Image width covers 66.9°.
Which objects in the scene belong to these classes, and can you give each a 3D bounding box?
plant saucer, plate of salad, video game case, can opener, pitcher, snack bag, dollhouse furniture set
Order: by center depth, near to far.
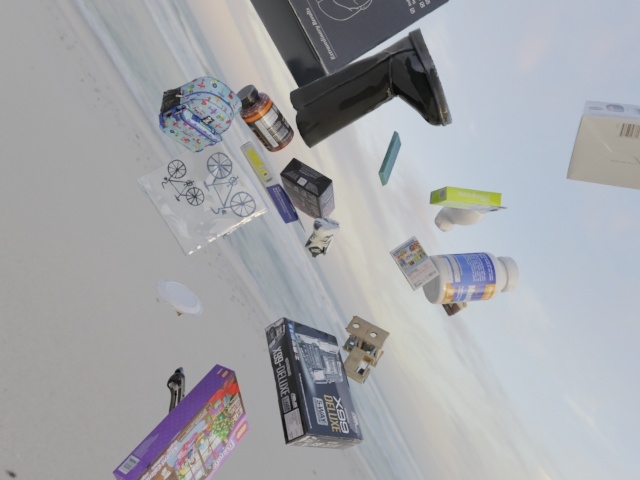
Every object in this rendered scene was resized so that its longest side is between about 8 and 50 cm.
[{"bbox_3d":[0.249,0.060,1.284,0.122,0.087,0.011,58,-16,2],"label":"video game case"},{"bbox_3d":[0.112,0.361,1.524,0.128,0.184,0.129,26,-39,18],"label":"dollhouse furniture set"},{"bbox_3d":[-0.453,0.499,1.538,0.073,0.059,0.186,-17,114,-67],"label":"can opener"},{"bbox_3d":[0.232,-0.272,1.597,0.192,0.018,0.067,-68,150,-27],"label":"plant saucer"},{"bbox_3d":[-0.397,-0.153,1.656,0.323,0.342,0.037,58,-9,-8],"label":"snack bag"},{"bbox_3d":[0.539,-0.130,1.811,0.125,0.178,0.207,34,-22,-11],"label":"pitcher"},{"bbox_3d":[-0.536,0.221,1.832,0.199,0.048,0.200,38,13,-10],"label":"plate of salad"}]

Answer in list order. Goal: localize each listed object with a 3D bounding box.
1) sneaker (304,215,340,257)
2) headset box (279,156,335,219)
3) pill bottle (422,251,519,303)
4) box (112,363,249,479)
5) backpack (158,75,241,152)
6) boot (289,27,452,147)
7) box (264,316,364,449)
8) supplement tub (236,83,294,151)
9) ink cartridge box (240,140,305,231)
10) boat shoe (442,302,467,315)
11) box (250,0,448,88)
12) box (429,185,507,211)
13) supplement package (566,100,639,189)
[{"bbox_3d":[0.000,0.000,1.749,0.094,0.153,0.235,22,11,-1],"label":"sneaker"},{"bbox_3d":[-0.053,-0.214,2.209,0.218,0.110,0.293,33,-17,18],"label":"headset box"},{"bbox_3d":[0.464,0.113,1.500,0.152,0.271,0.153,177,-90,-80],"label":"pill bottle"},{"bbox_3d":[-0.270,0.433,1.012,0.057,0.293,0.201,14,-52,28],"label":"box"},{"bbox_3d":[-0.286,-0.311,1.186,0.158,0.173,0.117,38,47,-48],"label":"backpack"},{"bbox_3d":[0.133,-0.397,1.441,0.146,0.444,0.367,50,26,-49],"label":"boot"},{"bbox_3d":[-0.017,0.377,1.269,0.242,0.076,0.308,31,34,-46],"label":"box"},{"bbox_3d":[-0.170,-0.366,1.445,0.198,0.106,0.106,50,7,-39],"label":"supplement tub"},{"bbox_3d":[-0.183,-0.195,1.914,0.307,0.072,0.304,59,-4,27],"label":"ink cartridge box"},{"bbox_3d":[0.415,0.151,1.778,0.285,0.092,0.103,51,9,13],"label":"boat shoe"},{"bbox_3d":[0.062,-0.607,1.178,0.294,0.395,0.212,59,-15,-18],"label":"box"},{"bbox_3d":[0.399,-0.110,1.310,0.109,0.178,0.043,168,-72,-79],"label":"box"},{"bbox_3d":[0.684,-0.220,1.100,0.203,0.194,0.150,-40,138,-54],"label":"supplement package"}]
